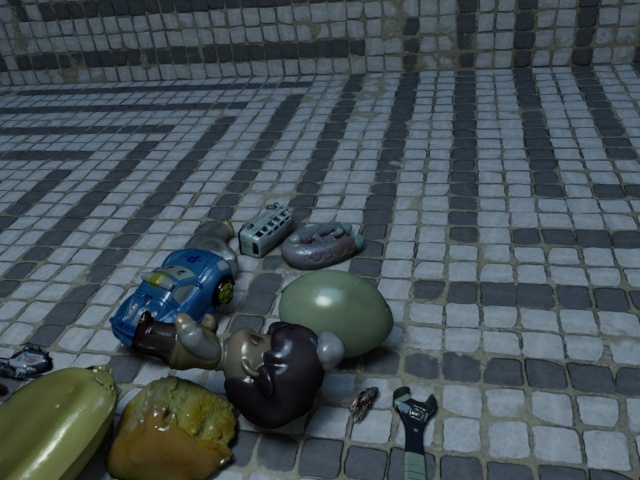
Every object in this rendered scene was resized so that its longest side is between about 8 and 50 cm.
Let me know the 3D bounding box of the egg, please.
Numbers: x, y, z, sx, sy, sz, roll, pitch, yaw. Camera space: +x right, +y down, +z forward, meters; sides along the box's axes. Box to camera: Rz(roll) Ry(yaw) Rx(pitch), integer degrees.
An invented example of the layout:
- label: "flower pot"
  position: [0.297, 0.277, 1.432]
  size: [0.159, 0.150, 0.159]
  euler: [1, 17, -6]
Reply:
- label: "egg"
  position: [0.032, 0.157, 1.258]
  size: [0.253, 0.187, 0.187]
  euler: [14, 37, 7]

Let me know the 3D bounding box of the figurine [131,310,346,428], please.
- label: "figurine"
  position: [-0.159, 0.210, 1.125]
  size: [0.364, 0.218, 0.206]
  euler: [31, 58, -2]

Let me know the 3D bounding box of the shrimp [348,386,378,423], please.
- label: "shrimp"
  position: [0.083, 0.316, 1.151]
  size: [0.029, 0.038, 0.092]
  euler: [-36, 9, 45]

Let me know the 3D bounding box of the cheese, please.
- label: "cheese"
  position: [-0.500, 0.352, 1.063]
  size: [0.259, 0.128, 0.316]
  euler: [12, 51, 36]

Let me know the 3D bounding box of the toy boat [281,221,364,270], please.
- label: "toy boat"
  position: [0.000, 0.000, 1.591]
  size: [0.227, 0.085, 0.155]
  euler: [-18, 36, -15]

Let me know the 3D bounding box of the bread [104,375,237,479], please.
- label: "bread"
  position: [-0.286, 0.341, 1.095]
  size: [0.251, 0.133, 0.174]
  euler: [-3, 32, 7]

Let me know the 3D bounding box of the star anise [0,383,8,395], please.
- label: "star anise"
  position: [-0.816, 0.284, 1.267]
  size: [0.212, 0.129, 0.283]
  euler: [-22, 69, -4]

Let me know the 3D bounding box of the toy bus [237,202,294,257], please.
- label: "toy bus"
  position: [-0.149, -0.030, 1.668]
  size: [0.089, 0.087, 0.194]
  euler: [22, 42, 26]

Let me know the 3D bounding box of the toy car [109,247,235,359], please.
- label: "toy car"
  position: [-0.343, 0.126, 1.360]
  size: [0.198, 0.166, 0.314]
  euler: [18, 57, 29]

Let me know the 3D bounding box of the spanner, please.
- label: "spanner"
  position: [0.173, 0.387, 1.043]
  size: [0.087, 0.024, 0.316]
  euler: [3, 34, 5]

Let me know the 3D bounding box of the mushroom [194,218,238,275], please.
- label: "mushroom"
  position: [-0.289, 0.019, 1.607]
  size: [0.118, 0.103, 0.270]
  euler: [-11, 29, -8]

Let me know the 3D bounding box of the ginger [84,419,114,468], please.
- label: "ginger"
  position: [-0.457, 0.400, 1.114]
  size: [0.069, 0.051, 0.173]
  euler: [10, 35, 29]

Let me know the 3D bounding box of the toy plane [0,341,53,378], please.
- label: "toy plane"
  position: [-0.692, 0.278, 1.339]
  size: [0.197, 0.053, 0.078]
  euler: [4, 44, 10]
